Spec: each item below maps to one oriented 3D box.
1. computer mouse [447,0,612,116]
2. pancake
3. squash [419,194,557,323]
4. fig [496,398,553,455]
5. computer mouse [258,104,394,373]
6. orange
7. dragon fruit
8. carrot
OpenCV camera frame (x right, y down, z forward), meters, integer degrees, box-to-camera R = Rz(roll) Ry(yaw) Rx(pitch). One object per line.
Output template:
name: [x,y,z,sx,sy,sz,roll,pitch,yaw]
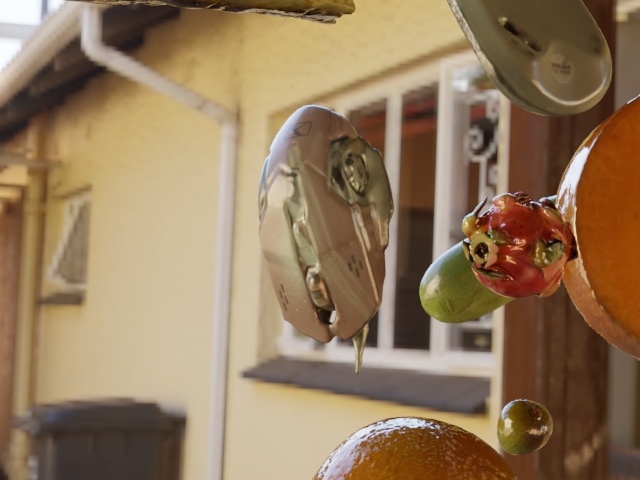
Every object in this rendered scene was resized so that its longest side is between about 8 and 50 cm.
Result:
computer mouse: [0.241,-0.287,1.782,0.197,0.330,0.095,-1,-35,-32]
pancake: [-0.173,-0.297,1.630,0.427,0.066,0.305,4,6,6]
squash: [0.313,0.007,2.116,0.371,0.118,0.118,-30,-10,8]
fig: [0.273,0.259,1.924,0.074,0.074,0.088,4,-44,-28]
computer mouse: [-0.004,-0.002,1.987,0.200,0.388,0.115,-13,-8,32]
orange: [0.071,0.242,1.165,0.206,0.206,0.206,2,-4,0]
dragon fruit: [0.149,0.005,1.075,0.086,0.081,0.116,33,20,14]
carrot: [0.372,-0.018,1.457,0.259,0.307,0.100,12,-15,7]
